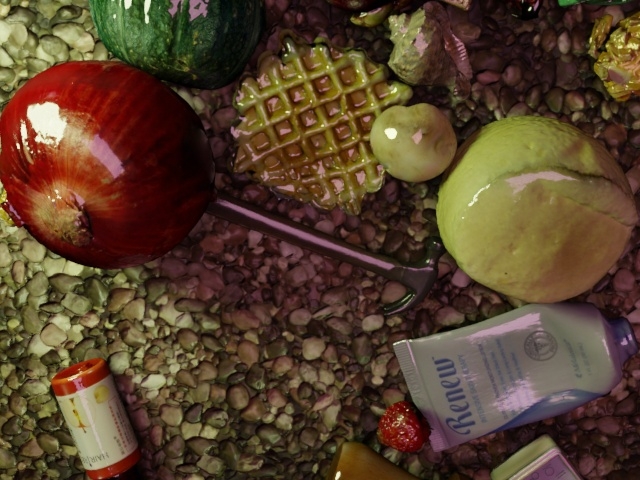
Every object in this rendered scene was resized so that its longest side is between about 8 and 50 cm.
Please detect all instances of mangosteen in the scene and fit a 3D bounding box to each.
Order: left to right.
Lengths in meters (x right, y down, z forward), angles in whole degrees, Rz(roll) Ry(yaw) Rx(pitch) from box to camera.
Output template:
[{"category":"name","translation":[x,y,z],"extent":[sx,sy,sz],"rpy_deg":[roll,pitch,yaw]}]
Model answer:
[{"category":"mangosteen","translation":[0.083,-0.444,1.272],"extent":[0.194,0.194,0.230],"rpy_deg":[-36,122,4]}]

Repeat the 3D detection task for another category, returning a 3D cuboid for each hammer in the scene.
[{"category":"hammer","translation":[0.000,0.000,1.399],"extent":[0.439,0.044,0.168],"rpy_deg":[21,107,-2]}]

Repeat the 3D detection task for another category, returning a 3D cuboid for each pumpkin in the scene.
[{"category":"pumpkin","translation":[-0.240,-0.382,1.263],"extent":[0.292,0.197,0.264],"rpy_deg":[16,101,-1]}]

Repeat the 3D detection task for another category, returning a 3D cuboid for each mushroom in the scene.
[{"category":"mushroom","translation":[0.155,-0.165,1.301],"extent":[0.148,0.148,0.112],"rpy_deg":[43,52,-7]}]

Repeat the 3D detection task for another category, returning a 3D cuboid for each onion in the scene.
[{"category":"onion","translation":[-0.322,-0.119,1.245],"extent":[0.340,0.341,0.342],"rpy_deg":[0,99,-1]}]

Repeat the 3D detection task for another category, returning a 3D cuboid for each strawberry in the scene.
[{"category":"strawberry","translation":[0.153,0.349,1.437],"extent":[0.106,0.106,0.106],"rpy_deg":[0,99,-1]}]

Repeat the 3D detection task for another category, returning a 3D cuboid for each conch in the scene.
[{"category":"conch","translation":[0.195,-0.323,1.314],"extent":[0.207,0.130,0.155],"rpy_deg":[32,82,-24]}]

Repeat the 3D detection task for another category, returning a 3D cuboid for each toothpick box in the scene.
[{"category":"toothpick box","translation":[0.153,0.486,1.418],"extent":[0.294,0.192,0.192],"rpy_deg":[23,98,0]}]

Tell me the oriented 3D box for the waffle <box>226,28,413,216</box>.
[{"category":"waffle","translation":[-0.002,-0.202,1.359],"extent":[0.316,0.073,0.297],"rpy_deg":[20,104,-12]}]

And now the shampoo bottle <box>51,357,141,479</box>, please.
[{"category":"shampoo bottle","translation":[-0.395,0.362,1.423],"extent":[0.104,0.104,0.278],"rpy_deg":[-18,99,2]}]

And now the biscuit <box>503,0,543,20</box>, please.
[{"category":"biscuit","translation":[0.291,-0.475,1.322],"extent":[0.235,0.063,0.152],"rpy_deg":[19,99,5]}]

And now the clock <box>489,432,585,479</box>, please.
[{"category":"clock","translation":[0.438,0.485,1.478],"extent":[0.147,0.071,0.192],"rpy_deg":[-37,98,5]}]

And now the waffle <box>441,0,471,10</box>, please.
[{"category":"waffle","translation":[0.228,-0.462,1.290],"extent":[0.092,0.021,0.135],"rpy_deg":[22,103,6]}]

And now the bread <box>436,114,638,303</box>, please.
[{"category":"bread","translation":[0.360,-0.057,1.315],"extent":[0.320,0.237,0.321],"rpy_deg":[1,113,3]}]

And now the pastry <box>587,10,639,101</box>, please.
[{"category":"pastry","translation":[0.570,-0.348,1.330],"extent":[0.249,0.102,0.154],"rpy_deg":[-32,97,4]}]

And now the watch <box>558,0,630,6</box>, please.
[{"category":"watch","translation":[0.476,-0.472,1.282],"extent":[0.165,0.131,0.152],"rpy_deg":[-6,96,-29]}]

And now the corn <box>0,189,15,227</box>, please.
[{"category":"corn","translation":[-0.506,-0.116,1.362],"extent":[0.068,0.068,0.207],"rpy_deg":[26,96,-5]}]

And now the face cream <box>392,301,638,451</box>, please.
[{"category":"face cream","translation":[0.368,0.232,1.432],"extent":[0.420,0.137,0.235],"rpy_deg":[-20,101,13]}]
